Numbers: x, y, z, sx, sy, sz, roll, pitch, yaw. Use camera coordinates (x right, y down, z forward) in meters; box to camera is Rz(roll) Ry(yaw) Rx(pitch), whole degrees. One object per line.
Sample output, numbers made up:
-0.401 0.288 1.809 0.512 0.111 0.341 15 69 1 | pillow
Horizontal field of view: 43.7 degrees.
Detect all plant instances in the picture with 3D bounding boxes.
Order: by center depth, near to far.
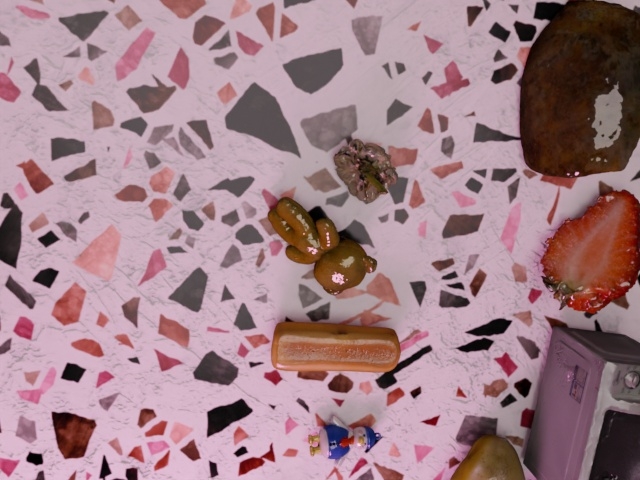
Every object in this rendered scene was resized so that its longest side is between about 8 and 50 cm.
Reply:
0.080 -0.115 1.403 0.116 0.122 0.104 31 108 -19 | plant

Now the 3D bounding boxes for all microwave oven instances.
0.528 0.336 1.486 0.181 0.237 0.295 7 100 -10 | microwave oven

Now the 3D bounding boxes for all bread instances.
0.027 0.198 1.480 0.239 0.074 0.093 4 99 -8 | bread

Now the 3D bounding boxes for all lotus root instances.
0.473 -0.266 1.406 0.210 0.142 0.314 3 100 -6 | lotus root

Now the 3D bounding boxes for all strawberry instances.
0.520 0.035 1.499 0.236 0.107 0.175 -33 67 0 | strawberry

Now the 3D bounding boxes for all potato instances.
0.328 0.473 1.549 0.157 0.157 0.194 12 87 -9 | potato

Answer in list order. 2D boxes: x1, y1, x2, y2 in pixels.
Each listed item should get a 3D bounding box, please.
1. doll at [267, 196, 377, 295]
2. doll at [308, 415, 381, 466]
0.000 0.000 1.434 0.209 0.097 0.137 46 131 -6 | doll
0.047 0.384 1.533 0.142 0.057 0.099 -4 87 -11 | doll
